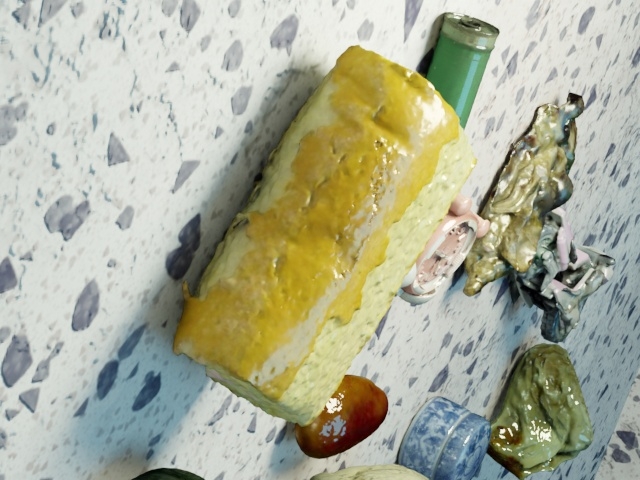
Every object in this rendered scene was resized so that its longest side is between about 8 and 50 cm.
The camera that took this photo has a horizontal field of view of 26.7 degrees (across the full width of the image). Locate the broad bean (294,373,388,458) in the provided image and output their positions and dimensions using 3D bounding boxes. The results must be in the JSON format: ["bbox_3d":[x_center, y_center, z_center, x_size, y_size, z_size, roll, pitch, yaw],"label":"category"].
[{"bbox_3d":[0.024,0.237,1.827,0.165,0.084,0.114,-2,99,-56],"label":"broad bean"}]

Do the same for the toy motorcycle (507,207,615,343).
[{"bbox_3d":[0.422,0.044,2.364,0.188,0.143,0.327,-50,144,-14],"label":"toy motorcycle"}]

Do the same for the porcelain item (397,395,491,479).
[{"bbox_3d":[0.213,0.348,2.278,0.147,0.114,0.147,-47,152,-34],"label":"porcelain item"}]

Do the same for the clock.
[{"bbox_3d":[0.137,0.003,1.820,0.162,0.093,0.166,-53,156,-1],"label":"clock"}]

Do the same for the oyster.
[{"bbox_3d":[0.326,-0.067,2.125,0.361,0.096,0.221,-51,146,-32],"label":"oyster"}]

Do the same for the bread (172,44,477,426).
[{"bbox_3d":[0.000,0.000,1.432,0.375,0.165,0.236,-59,153,-7],"label":"bread"}]

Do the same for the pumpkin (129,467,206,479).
[{"bbox_3d":[-0.177,0.346,1.436,0.211,0.152,0.211,-46,156,-28],"label":"pumpkin"}]

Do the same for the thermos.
[{"bbox_3d":[0.156,-0.187,1.689,0.073,0.083,0.188,-1,118,-40],"label":"thermos"}]

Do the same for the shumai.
[{"bbox_3d":[0.412,0.325,2.652,0.261,0.222,0.225,-82,153,-61],"label":"shumai"}]

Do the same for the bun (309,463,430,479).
[{"bbox_3d":[0.030,0.465,1.919,0.360,0.211,0.360,21,90,-76],"label":"bun"}]
